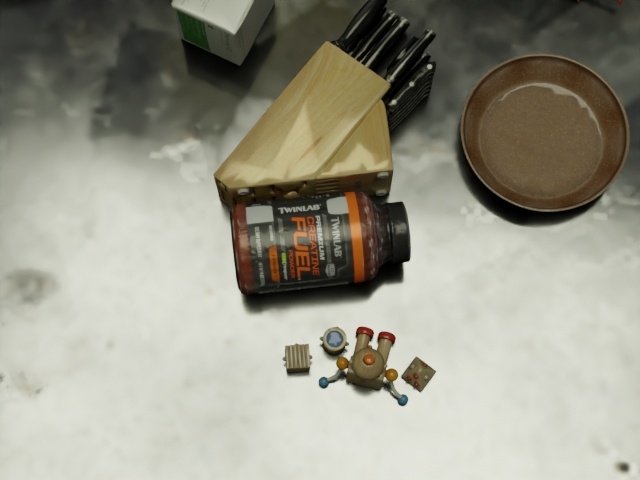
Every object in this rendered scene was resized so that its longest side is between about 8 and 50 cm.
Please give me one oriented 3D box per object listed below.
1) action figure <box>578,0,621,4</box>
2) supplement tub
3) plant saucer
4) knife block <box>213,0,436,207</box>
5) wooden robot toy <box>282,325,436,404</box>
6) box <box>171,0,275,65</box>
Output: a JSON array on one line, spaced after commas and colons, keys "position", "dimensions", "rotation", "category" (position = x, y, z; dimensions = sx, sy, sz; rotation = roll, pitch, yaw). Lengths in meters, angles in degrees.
[{"position": [0.318, -0.319, 1.564], "dimensions": [0.115, 0.030, 0.038], "rotation": [20, 69, 10], "category": "action figure"}, {"position": [0.000, 0.000, 1.431], "dimensions": [0.198, 0.106, 0.106], "rotation": [-7, 74, -2], "category": "supplement tub"}, {"position": [0.264, -0.124, 1.504], "dimensions": [0.199, 0.036, 0.198], "rotation": [0, 73, 0], "category": "plant saucer"}, {"position": [0.004, -0.171, 1.490], "dimensions": [0.276, 0.088, 0.242], "rotation": [-7, 73, -2], "category": "knife block"}, {"position": [0.046, 0.128, 1.408], "dimensions": [0.173, 0.079, 0.076], "rotation": [12, 74, 3], "category": "wooden robot toy"}, {"position": [-0.114, -0.283, 1.514], "dimensions": [0.087, 0.101, 0.102], "rotation": [24, 77, 6], "category": "box"}]
